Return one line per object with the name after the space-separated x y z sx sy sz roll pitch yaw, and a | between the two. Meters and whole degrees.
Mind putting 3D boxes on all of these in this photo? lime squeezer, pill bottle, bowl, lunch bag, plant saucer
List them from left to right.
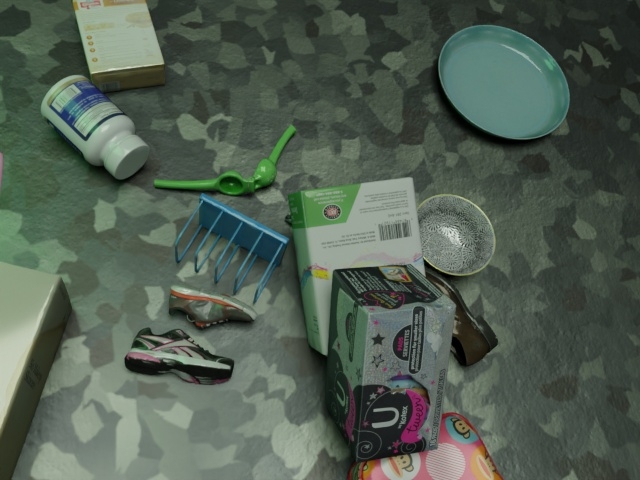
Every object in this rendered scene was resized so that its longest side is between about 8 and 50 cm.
-0.408 -0.203 1.205 0.186 0.112 0.112 43 64 8 | pill bottle
-0.157 -0.138 1.263 0.310 0.059 0.110 -26 74 -21 | lime squeezer
0.178 0.446 1.028 0.258 0.120 0.293 -20 69 -22 | lunch bag
0.245 0.003 1.275 0.170 0.080 0.170 5 64 -10 | bowl
0.414 -0.356 1.503 0.317 0.044 0.318 5 64 -11 | plant saucer

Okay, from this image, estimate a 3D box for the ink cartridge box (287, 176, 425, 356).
0.067 0.041 1.142 0.201 0.117 0.278 -8 93 -16 | ink cartridge box

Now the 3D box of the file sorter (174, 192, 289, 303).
-0.160 0.019 1.155 0.170 0.118 0.105 28 65 1 | file sorter

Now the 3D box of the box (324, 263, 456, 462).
0.097 0.182 1.001 0.142 0.163 0.247 -4 111 -17 | box

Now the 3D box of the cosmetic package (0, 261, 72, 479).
-0.481 0.205 0.973 0.113 0.160 0.310 15 64 -7 | cosmetic package

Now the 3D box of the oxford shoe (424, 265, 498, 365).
0.218 0.134 1.208 0.096 0.083 0.227 -37 77 -20 | oxford shoe

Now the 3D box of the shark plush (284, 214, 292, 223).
0.000 0.000 1.238 0.161 0.073 0.067 34 93 -1 | shark plush

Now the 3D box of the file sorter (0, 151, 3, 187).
-0.653 -0.065 0.978 0.290 0.182 0.202 15 59 -41 | file sorter

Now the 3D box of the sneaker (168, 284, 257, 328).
-0.190 0.125 1.144 0.157 0.061 0.065 16 90 -4 | sneaker

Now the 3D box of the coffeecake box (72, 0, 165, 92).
-0.405 -0.398 1.321 0.142 0.068 0.186 -13 69 -18 | coffeecake box

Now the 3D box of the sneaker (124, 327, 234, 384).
-0.228 0.184 1.092 0.178 0.072 0.077 14 52 -12 | sneaker
